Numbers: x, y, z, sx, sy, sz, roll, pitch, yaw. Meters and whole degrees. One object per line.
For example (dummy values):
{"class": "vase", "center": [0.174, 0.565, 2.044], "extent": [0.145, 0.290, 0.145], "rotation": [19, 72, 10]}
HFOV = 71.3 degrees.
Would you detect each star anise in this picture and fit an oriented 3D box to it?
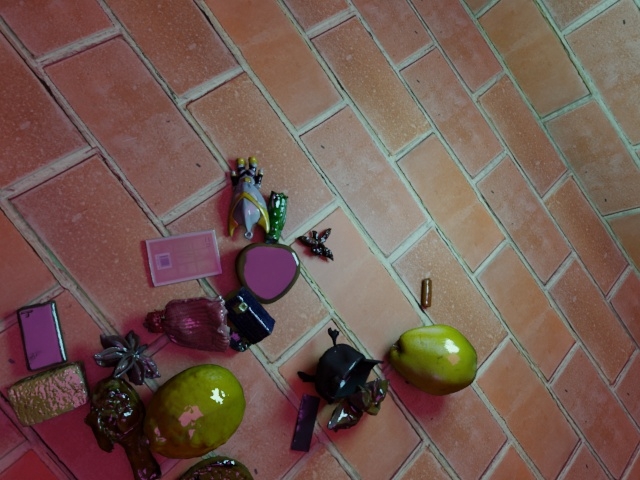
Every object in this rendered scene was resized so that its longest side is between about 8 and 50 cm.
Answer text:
{"class": "star anise", "center": [0.006, 0.008, 1.749], "extent": [0.158, 0.144, 0.141], "rotation": [-8, 75, -24]}
{"class": "star anise", "center": [0.149, 0.601, 1.630], "extent": [0.292, 0.349, 0.109], "rotation": [-30, 64, -9]}
{"class": "star anise", "center": [-0.609, 0.367, 1.387], "extent": [0.197, 0.073, 0.212], "rotation": [18, 28, -51]}

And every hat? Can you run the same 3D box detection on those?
{"class": "hat", "center": [-0.442, 0.272, 1.485], "extent": [0.286, 0.107, 0.237], "rotation": [2, 115, 1]}
{"class": "hat", "center": [0.072, 0.469, 1.690], "extent": [0.336, 0.209, 0.238], "rotation": [9, 117, -55]}

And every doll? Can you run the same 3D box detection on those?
{"class": "doll", "center": [-0.270, -0.160, 1.680], "extent": [0.145, 0.103, 0.316], "rotation": [2, 74, -19]}

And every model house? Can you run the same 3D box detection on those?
{"class": "model house", "center": [-0.267, 0.280, 1.535], "extent": [0.170, 0.211, 0.194], "rotation": [-43, 99, -27]}

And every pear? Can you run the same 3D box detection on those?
{"class": "pear", "center": [0.454, 0.481, 1.788], "extent": [0.336, 0.285, 0.285], "rotation": [-10, 84, -10]}

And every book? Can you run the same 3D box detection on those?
{"class": "book", "center": [-0.482, 0.059, 1.586], "extent": [0.241, 0.018, 0.170], "rotation": [-10, 85, -25]}

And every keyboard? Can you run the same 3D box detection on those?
{"class": "keyboard", "center": [-0.055, 0.678, 1.659], "extent": [0.074, 0.015, 0.197], "rotation": [20, 73, -23]}

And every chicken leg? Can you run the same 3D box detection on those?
{"class": "chicken leg", "center": [-0.580, 0.582, 1.336], "extent": [0.140, 0.211, 0.361], "rotation": [-23, 87, 6]}

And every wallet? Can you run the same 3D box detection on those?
{"class": "wallet", "center": [-0.854, 0.292, 1.369], "extent": [0.110, 0.031, 0.198], "rotation": [-12, 85, -25]}

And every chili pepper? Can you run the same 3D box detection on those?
{"class": "chili pepper", "center": [-0.173, -0.093, 1.726], "extent": [0.098, 0.061, 0.224], "rotation": [31, 58, -49]}

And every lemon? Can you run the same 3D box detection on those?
{"class": "lemon", "center": [-0.385, 0.524, 1.383], "extent": [0.316, 0.285, 0.285], "rotation": [41, 57, -60]}

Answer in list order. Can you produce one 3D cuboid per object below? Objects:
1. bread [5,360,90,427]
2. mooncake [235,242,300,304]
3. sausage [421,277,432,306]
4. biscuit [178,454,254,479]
{"class": "bread", "center": [-0.797, 0.450, 1.325], "extent": [0.196, 0.102, 0.138], "rotation": [-19, 85, -23]}
{"class": "mooncake", "center": [-0.195, 0.119, 1.644], "extent": [0.234, 0.117, 0.235], "rotation": [0, 92, -15]}
{"class": "sausage", "center": [0.469, 0.228, 1.965], "extent": [0.041, 0.039, 0.131], "rotation": [9, 75, -15]}
{"class": "biscuit", "center": [-0.354, 0.851, 1.455], "extent": [0.295, 0.075, 0.296], "rotation": [1, 87, -19]}
